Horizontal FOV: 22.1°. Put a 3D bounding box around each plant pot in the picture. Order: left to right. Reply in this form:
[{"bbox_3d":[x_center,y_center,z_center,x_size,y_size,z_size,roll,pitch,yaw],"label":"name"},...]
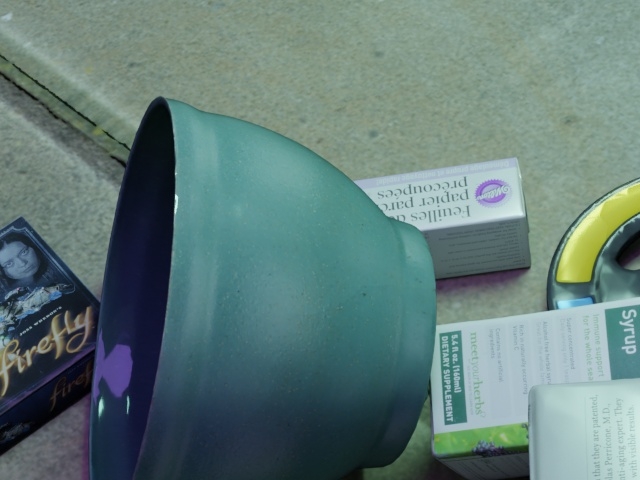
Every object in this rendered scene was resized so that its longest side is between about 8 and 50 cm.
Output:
[{"bbox_3d":[-0.038,0.061,1.129,0.196,0.293,0.293,9,48,-15],"label":"plant pot"}]

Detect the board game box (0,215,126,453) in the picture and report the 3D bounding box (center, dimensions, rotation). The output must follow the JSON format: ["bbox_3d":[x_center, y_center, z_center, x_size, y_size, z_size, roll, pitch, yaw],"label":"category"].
[{"bbox_3d":[-0.289,0.102,1.281,0.243,0.042,0.165,-36,52,-16],"label":"board game box"}]

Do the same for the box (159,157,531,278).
[{"bbox_3d":[0.000,0.000,1.284,0.324,0.067,0.063,-9,50,7],"label":"box"}]

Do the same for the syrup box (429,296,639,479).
[{"bbox_3d":[0.197,0.097,1.100,0.237,0.096,0.093,-10,68,19],"label":"syrup box"}]

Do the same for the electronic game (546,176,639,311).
[{"bbox_3d":[0.280,0.035,1.200,0.229,0.048,0.229,-7,50,8],"label":"electronic game"}]

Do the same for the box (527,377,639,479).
[{"bbox_3d":[0.195,0.203,0.992,0.119,0.181,0.182,-5,51,12],"label":"box"}]
